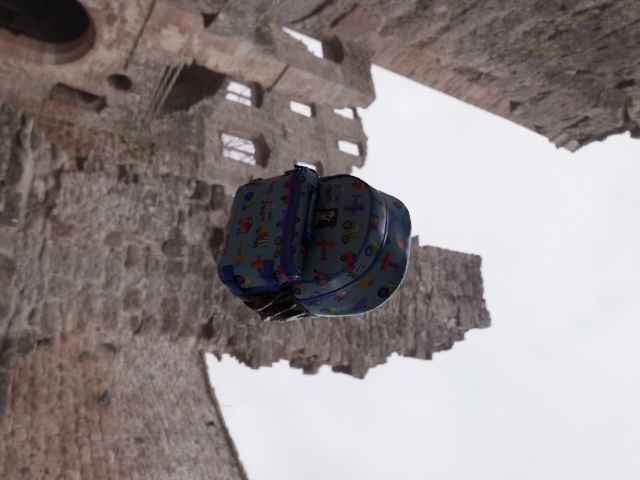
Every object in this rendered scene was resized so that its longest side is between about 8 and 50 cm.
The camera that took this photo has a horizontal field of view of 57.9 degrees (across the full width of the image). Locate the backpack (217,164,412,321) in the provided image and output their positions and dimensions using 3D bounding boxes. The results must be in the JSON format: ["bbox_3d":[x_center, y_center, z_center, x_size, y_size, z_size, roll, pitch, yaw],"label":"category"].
[{"bbox_3d":[0.000,0.000,0.597,0.173,0.117,0.158,-7,-123,32],"label":"backpack"}]
